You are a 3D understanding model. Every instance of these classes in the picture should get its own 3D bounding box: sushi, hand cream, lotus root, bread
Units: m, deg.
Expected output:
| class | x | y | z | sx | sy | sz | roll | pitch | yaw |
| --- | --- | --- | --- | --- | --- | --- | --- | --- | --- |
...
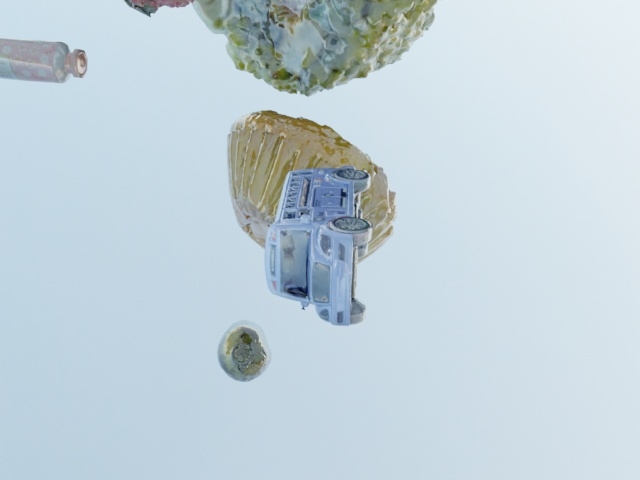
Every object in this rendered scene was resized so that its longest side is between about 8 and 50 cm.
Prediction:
| class | x | y | z | sx | sy | sz | roll | pitch | yaw |
| --- | --- | --- | --- | --- | --- | --- | --- | --- | --- |
| sushi | -0.017 | -0.409 | 1.280 | 0.240 | 0.351 | 0.397 | -33 | -85 | -44 |
| hand cream | -0.351 | -0.195 | 0.966 | 0.209 | 0.067 | 0.043 | 5 | -118 | 12 |
| lotus root | -0.121 | 0.174 | 1.427 | 0.080 | 0.179 | 0.089 | -21 | -86 | -2 |
| bread | -0.024 | -0.057 | 1.226 | 0.274 | 0.274 | 0.149 | 30 | -106 | 9 |

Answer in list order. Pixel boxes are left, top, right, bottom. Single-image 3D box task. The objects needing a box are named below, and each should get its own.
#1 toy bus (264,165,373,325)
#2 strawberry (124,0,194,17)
| class | x | y | z | sx | sy | sz | roll | pitch | yaw |
| --- | --- | --- | --- | --- | --- | --- | --- | --- | --- |
| toy bus | 0.000 | 0.000 | 0.681 | 0.076 | 0.073 | 0.167 | 3 | -158 | 2 |
| strawberry | -0.145 | -0.287 | 0.920 | 0.152 | 0.104 | 0.048 | -39 | -139 | 0 |
